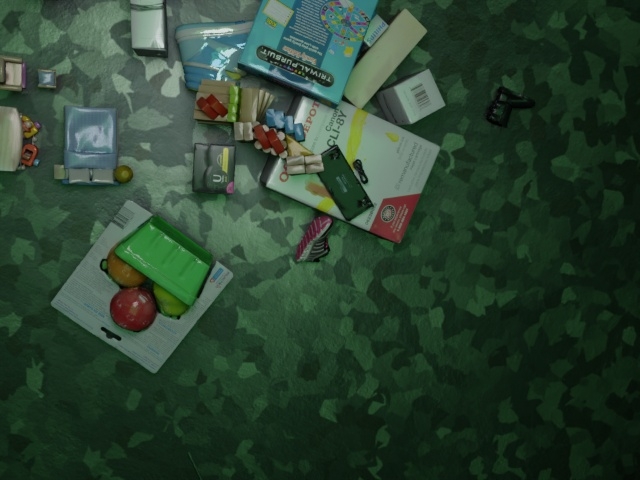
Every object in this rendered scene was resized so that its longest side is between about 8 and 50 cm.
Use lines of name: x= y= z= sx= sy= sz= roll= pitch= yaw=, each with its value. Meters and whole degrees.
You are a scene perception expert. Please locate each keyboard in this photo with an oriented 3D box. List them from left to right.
keyboard: x=0.065 y=-0.148 z=1.577 sx=0.108 sy=0.023 sz=0.180 roll=-32 pitch=103 yaw=2

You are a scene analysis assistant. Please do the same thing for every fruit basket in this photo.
fruit basket: x=-0.453 y=0.122 z=1.640 sx=0.327 sy=0.165 sz=0.353 roll=37 pitch=106 yaw=-12

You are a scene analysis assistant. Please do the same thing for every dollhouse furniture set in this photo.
dollhouse furniture set: x=-0.586 y=-0.272 z=1.494 sx=0.303 sy=0.198 sz=0.287 roll=1 pitch=97 yaw=-23

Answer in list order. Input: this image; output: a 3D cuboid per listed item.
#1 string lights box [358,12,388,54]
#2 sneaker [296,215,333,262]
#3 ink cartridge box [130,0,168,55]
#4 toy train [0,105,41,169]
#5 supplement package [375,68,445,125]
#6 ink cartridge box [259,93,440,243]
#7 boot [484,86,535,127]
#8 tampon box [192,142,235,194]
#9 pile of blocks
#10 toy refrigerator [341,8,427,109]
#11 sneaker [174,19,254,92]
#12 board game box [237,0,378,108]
string lights box: x=0.040 y=-0.594 z=1.619 sx=0.259 sy=0.133 sz=0.077 roll=41 pitch=89 yaw=-13
sneaker: x=0.000 y=0.000 z=1.707 sx=0.074 sy=0.063 sz=0.170 roll=15 pitch=130 yaw=-24
ink cartridge box: x=-0.411 y=-0.547 z=1.539 sx=0.082 sy=0.139 sz=0.191 roll=0 pitch=98 yaw=-11
toy train: x=-0.755 y=-0.254 z=1.564 sx=0.166 sy=0.046 sz=0.125 roll=29 pitch=91 yaw=-13
supplement package: x=0.228 y=-0.366 z=1.661 sx=0.105 sy=0.179 sz=0.105 roll=-30 pitch=102 yaw=-5
ink cartridge box: x=0.070 y=-0.193 z=1.665 sx=0.384 sy=0.160 sz=0.279 roll=22 pitch=93 yaw=-12
boot: x=0.527 y=-0.363 z=1.786 sx=0.121 sy=0.045 sz=0.099 roll=21 pitch=91 yaw=-5
tampon box: x=-0.267 y=-0.182 z=1.605 sx=0.101 sy=0.161 sz=0.121 roll=2 pitch=98 yaw=-11
pile of blocks: x=-0.138 y=-0.273 z=1.492 sx=0.362 sy=0.112 sz=0.149 roll=30 pitch=94 yaw=-1
toy refrigerator: x=0.152 y=-0.464 z=1.674 sx=0.094 sy=0.102 sz=0.270 roll=40 pitch=89 yaw=-13
sneaker: x=-0.196 y=-0.436 z=1.605 sx=0.318 sy=0.127 sz=0.209 roll=-3 pitch=96 yaw=0
board game box: x=-0.017 y=-0.516 z=1.499 sx=0.253 sy=0.079 sz=0.336 roll=21 pitch=91 yaw=-8
